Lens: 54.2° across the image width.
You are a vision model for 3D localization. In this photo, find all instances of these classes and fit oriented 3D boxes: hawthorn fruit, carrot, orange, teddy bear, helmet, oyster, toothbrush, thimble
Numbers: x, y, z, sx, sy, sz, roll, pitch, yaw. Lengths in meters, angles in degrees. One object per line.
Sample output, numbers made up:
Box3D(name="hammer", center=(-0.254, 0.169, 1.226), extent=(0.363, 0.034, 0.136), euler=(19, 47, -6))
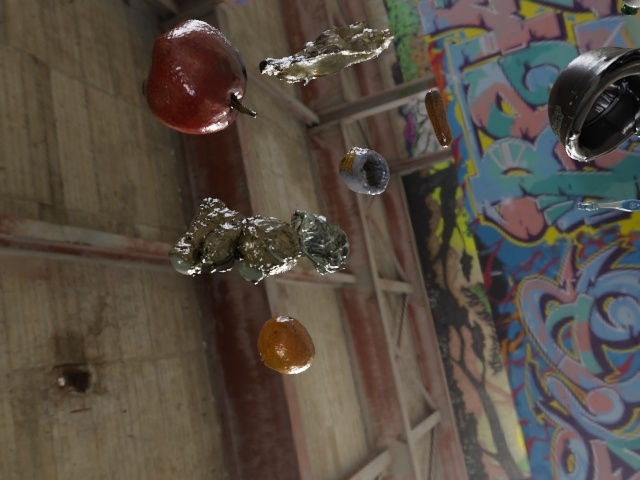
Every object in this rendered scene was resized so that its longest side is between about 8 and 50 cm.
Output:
Box3D(name="hawthorn fruit", center=(-0.244, -0.320, 1.310), extent=(0.266, 0.230, 0.210), euler=(38, -161, 19))
Box3D(name="carrot", center=(0.367, -0.376, 1.942), extent=(0.060, 0.060, 0.186), euler=(0, -105, -71))
Box3D(name="orange", center=(-0.078, 0.230, 1.375), extent=(0.135, 0.118, 0.135), euler=(-21, -90, -89))
Box3D(name="teddy bear", center=(-0.166, 0.009, 1.353), extent=(0.267, 0.256, 0.156), euler=(-40, -34, -81))
Box3D(name="helmet", center=(0.578, -0.309, 1.320), extent=(0.160, 0.230, 0.279), euler=(61, -179, 41))
Box3D(name="oyster", center=(-0.003, -0.004, 2.026), extent=(0.162, 0.158, 0.351), euler=(57, -176, 34))
Box3D(name="toothbrush", center=(0.962, -0.108, 1.918), extent=(0.040, 0.386, 0.040), euler=(179, 90, -76))
Box3D(name="thimble", center=(0.145, -0.223, 2.025), extent=(0.151, 0.118, 0.127), euler=(41, -105, -35))
Box3D(name="oyster", center=(0.014, -0.510, 1.687), extent=(0.221, 0.361, 0.096), euler=(-25, -80, -57))

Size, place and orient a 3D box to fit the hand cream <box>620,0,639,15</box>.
Box3D(name="hand cream", center=(0.934, -0.804, 1.790), extent=(0.336, 0.076, 0.121), euler=(81, 166, -54))

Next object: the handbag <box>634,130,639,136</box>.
Box3D(name="handbag", center=(0.892, -0.384, 1.679), extent=(0.268, 0.274, 0.100), euler=(-108, 2, -65))
